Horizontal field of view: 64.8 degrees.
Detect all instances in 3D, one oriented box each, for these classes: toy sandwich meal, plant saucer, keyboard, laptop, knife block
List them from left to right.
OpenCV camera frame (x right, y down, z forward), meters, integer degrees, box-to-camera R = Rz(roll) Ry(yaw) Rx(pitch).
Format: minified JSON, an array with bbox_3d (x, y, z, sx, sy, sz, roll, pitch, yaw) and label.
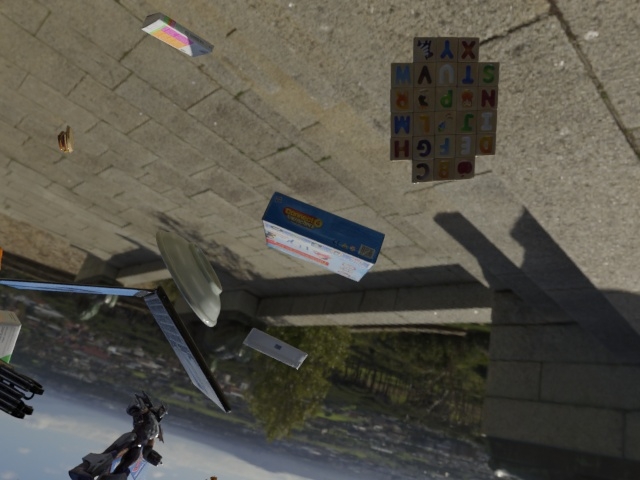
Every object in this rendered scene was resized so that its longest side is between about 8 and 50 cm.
[{"bbox_3d":[-0.784,0.307,1.167,0.276,0.088,0.242,21,152,20],"label":"knife block"},{"bbox_3d":[-0.723,-0.287,1.433,0.029,0.085,0.085,-3,160,-17],"label":"toy sandwich meal"},{"bbox_3d":[-0.415,0.204,1.016,0.408,0.236,0.382,61,157,-5],"label":"laptop"},{"bbox_3d":[-0.454,0.120,1.844,0.100,0.400,0.400,-29,152,-6],"label":"plant saucer"},{"bbox_3d":[-0.167,0.409,1.904,0.256,0.072,0.014,32,-179,-25],"label":"keyboard"}]

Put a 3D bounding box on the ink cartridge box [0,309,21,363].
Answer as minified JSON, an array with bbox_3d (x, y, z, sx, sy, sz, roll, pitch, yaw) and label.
[{"bbox_3d":[-1.094,0.310,1.507,0.289,0.211,0.121,18,-178,-44],"label":"ink cartridge box"}]

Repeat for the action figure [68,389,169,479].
[{"bbox_3d":[-0.445,0.486,1.199,0.099,0.285,0.185,-12,108,25],"label":"action figure"}]

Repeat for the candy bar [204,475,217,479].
[{"bbox_3d":[-0.287,0.697,1.338,0.040,0.161,0.018,-20,120,-4],"label":"candy bar"}]

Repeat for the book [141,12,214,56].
[{"bbox_3d":[-0.342,-0.493,1.218,0.144,0.035,0.096,22,175,-43],"label":"book"}]

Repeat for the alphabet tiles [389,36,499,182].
[{"bbox_3d":[0.305,-0.315,1.231,0.285,0.342,0.011,-5,-167,-14],"label":"alphabet tiles"}]

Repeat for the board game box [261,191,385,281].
[{"bbox_3d":[0.000,0.000,1.406,0.308,0.086,0.302,22,167,1],"label":"board game box"}]

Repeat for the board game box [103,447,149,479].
[{"bbox_3d":[-0.552,0.661,1.432,0.027,0.145,0.281,11,171,6],"label":"board game box"}]

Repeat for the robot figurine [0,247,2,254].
[{"bbox_3d":[-0.604,0.070,0.681,0.291,0.211,0.085,5,-167,-22],"label":"robot figurine"}]
